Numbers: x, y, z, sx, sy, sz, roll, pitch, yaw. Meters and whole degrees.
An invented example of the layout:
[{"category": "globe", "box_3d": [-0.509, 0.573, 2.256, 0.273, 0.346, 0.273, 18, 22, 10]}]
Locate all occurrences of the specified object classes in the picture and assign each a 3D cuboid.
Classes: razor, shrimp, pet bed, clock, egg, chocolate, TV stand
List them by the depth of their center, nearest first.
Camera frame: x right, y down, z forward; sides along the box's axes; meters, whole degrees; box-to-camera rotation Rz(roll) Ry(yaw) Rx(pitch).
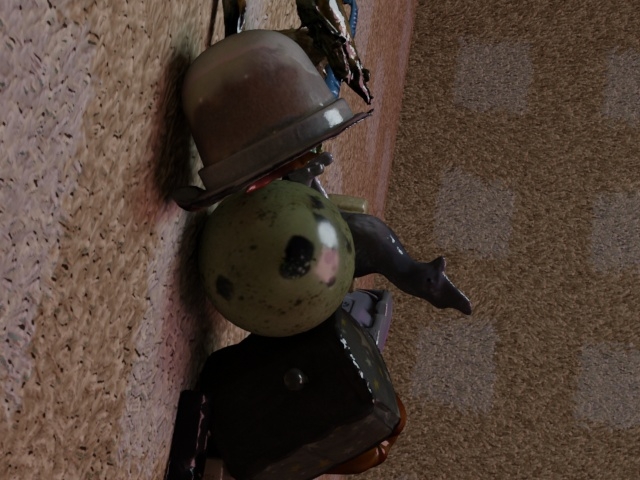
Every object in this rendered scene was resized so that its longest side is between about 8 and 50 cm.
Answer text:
[{"category": "chocolate", "box_3d": [-0.071, -0.130, 1.087, 0.147, 0.221, 0.221, 57, 12, -2]}, {"category": "TV stand", "box_3d": [-0.158, 0.294, 1.219, 0.042, 0.036, 0.249, 58, 40, -75]}, {"category": "egg", "box_3d": [-0.053, 0.019, 1.235, 0.228, 0.177, 0.177, -171, -92, -78]}, {"category": "shrimp", "box_3d": [-0.033, -0.231, 1.238, 0.198, 0.051, 0.262, -48, 122, -35]}, {"category": "pet bed", "box_3d": [-0.033, 0.180, 1.290, 0.159, 0.211, 0.183, 46, 21, -49]}, {"category": "clock", "box_3d": [0.014, 0.132, 1.747, 0.253, 0.186, 0.083, -64, 162, -67]}, {"category": "razor", "box_3d": [0.040, -0.367, 1.987, 0.082, 0.042, 0.253, 83, 17, -64]}]

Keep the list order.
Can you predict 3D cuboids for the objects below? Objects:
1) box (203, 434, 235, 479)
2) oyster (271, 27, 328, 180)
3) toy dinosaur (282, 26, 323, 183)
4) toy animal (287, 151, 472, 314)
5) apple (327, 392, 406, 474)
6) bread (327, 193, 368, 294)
[{"category": "box", "box_3d": [-0.121, 0.349, 1.465, 0.365, 0.051, 0.204, -11, 108, -81]}, {"category": "oyster", "box_3d": [-0.064, -0.163, 1.322, 0.232, 0.107, 0.161, -63, 176, -13]}, {"category": "toy dinosaur", "box_3d": [-0.042, -0.164, 1.461, 0.153, 0.094, 0.259, -9, 98, -83]}, {"category": "toy animal", "box_3d": [0.010, -0.008, 1.353, 0.081, 0.367, 0.206, -36, 119, -42]}, {"category": "apple", "box_3d": [0.018, 0.287, 1.801, 0.234, 0.234, 0.234, 7, 90, -82]}, {"category": "bread", "box_3d": [0.000, 0.000, 1.682, 0.134, 0.141, 0.148, 67, 32, -72]}]
